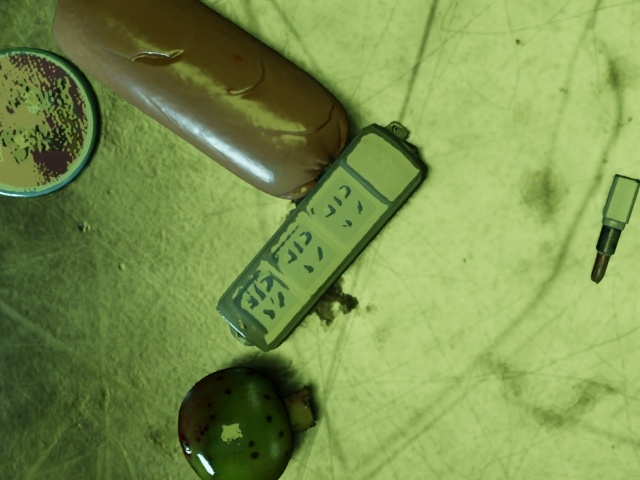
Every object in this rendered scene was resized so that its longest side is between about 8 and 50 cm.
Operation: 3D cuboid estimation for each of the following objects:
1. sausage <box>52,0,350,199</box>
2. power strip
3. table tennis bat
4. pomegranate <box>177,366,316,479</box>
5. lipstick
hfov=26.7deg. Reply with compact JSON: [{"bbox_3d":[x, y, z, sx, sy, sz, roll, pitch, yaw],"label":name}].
[{"bbox_3d":[-0.112,-0.155,1.291,0.304,0.121,0.121,35,99,8],"label":"sausage"},{"bbox_3d":[-0.001,0.000,1.314,0.078,0.052,0.272,42,100,5],"label":"power strip"},{"bbox_3d":[-0.347,-0.115,1.384,0.244,0.040,0.152,-8,93,7],"label":"table tennis bat"},{"bbox_3d":[-0.078,0.184,1.316,0.130,0.130,0.130,1,94,11],"label":"pomegranate"},{"bbox_3d":[0.276,-0.009,1.276,0.025,0.025,0.107,17,104,9],"label":"lipstick"}]
